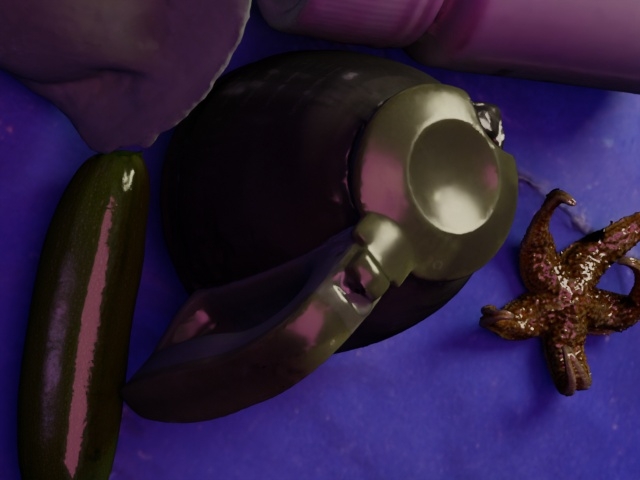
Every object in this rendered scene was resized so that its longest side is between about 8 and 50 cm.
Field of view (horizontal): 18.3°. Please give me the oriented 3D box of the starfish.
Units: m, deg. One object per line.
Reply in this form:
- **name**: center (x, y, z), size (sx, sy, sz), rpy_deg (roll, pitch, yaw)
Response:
- **starfish**: center (0.217, 0.029, 1.670), size (0.146, 0.074, 0.190), rpy_deg (46, 73, -16)

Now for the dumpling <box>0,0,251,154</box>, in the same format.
- **dumpling**: center (-0.177, -0.264, 1.461), size (0.270, 0.212, 0.320), rpy_deg (-36, 117, 17)

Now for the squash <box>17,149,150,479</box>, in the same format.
- **squash**: center (-0.182, 0.072, 1.503), size (0.082, 0.082, 0.292), rpy_deg (10, 82, -22)

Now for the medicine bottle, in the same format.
- **medicine bottle**: center (0.156, -0.236, 1.577), size (0.388, 0.219, 0.219), rpy_deg (4, 87, -21)

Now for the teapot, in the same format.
- **teapot**: center (-0.003, -0.023, 1.476), size (0.321, 0.239, 0.239), rpy_deg (-19, 95, -31)
